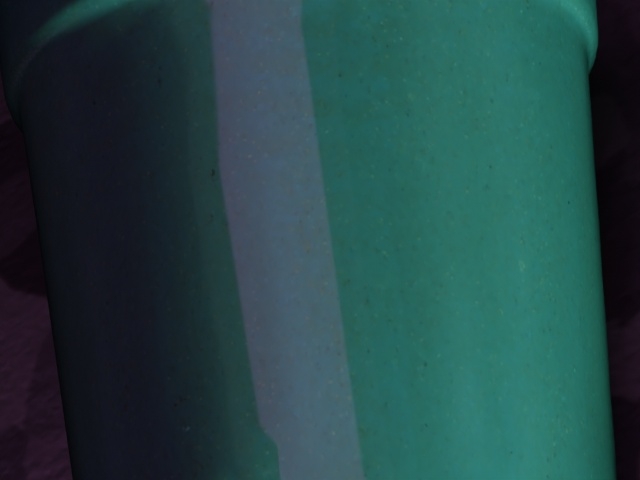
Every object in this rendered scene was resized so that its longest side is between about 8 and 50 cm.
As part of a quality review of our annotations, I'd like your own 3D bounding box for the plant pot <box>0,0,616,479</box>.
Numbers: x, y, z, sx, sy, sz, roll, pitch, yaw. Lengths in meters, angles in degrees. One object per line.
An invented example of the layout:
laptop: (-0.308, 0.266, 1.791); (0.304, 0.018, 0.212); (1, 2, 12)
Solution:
plant pot: (0.000, 0.000, 0.882); (0.341, 0.341, 0.334); (-11, 70, 14)
